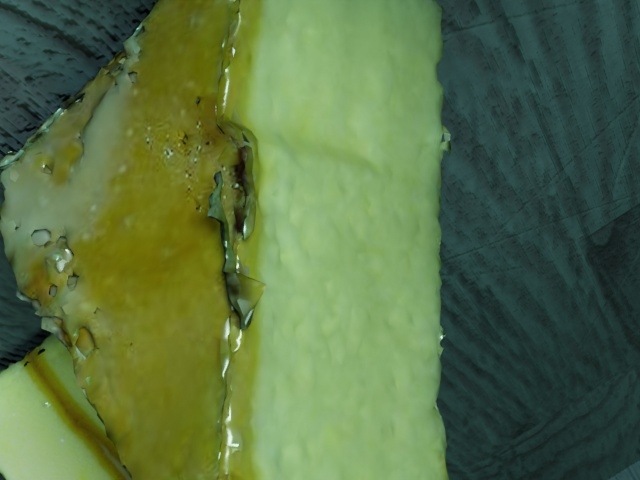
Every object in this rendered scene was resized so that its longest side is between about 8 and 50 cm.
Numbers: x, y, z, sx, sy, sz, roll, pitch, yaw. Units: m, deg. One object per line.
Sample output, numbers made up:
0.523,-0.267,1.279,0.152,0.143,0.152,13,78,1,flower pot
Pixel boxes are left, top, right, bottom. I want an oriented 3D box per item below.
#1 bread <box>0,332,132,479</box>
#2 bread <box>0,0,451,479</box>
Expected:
-0.122,0.191,1.175,0.168,0.264,0.163,-39,156,5,bread
0.000,0.000,0.916,0.279,0.315,0.248,-52,151,20,bread
